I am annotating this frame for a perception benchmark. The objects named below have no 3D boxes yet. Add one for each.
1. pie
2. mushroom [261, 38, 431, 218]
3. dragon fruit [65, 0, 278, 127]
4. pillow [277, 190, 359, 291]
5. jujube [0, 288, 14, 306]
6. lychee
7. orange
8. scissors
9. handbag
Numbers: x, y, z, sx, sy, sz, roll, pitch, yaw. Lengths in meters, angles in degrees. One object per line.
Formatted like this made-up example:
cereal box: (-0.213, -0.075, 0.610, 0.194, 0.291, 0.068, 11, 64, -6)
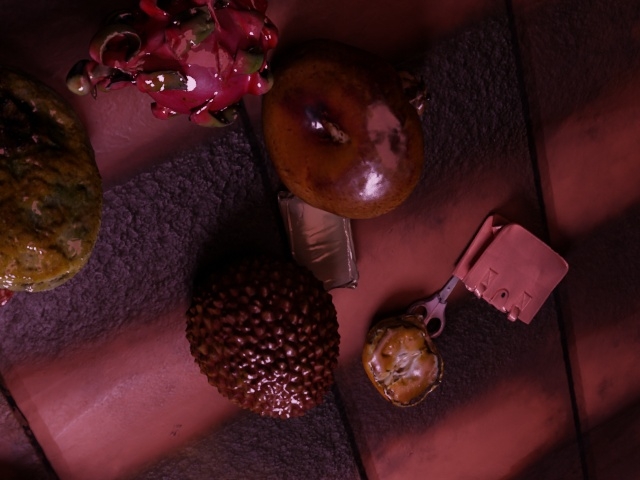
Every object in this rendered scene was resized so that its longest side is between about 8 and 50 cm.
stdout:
pie: (-0.418, -0.088, 1.199, 0.323, 0.071, 0.323, 10, 76, -43)
mushroom: (0.043, -0.160, 1.412, 0.255, 0.267, 0.267, 17, 104, -59)
dragon fruit: (-0.192, -0.263, 1.252, 0.273, 0.218, 0.198, 13, 63, -29)
pillow: (0.000, 0.000, 1.536, 0.119, 0.053, 0.208, -16, 117, -15)
jujube: (-0.529, 0.039, 1.228, 0.237, 0.168, 0.168, 10, 106, -38)
lychee: (-0.080, 0.162, 1.443, 0.272, 0.271, 0.271, -11, 116, -23)
orange: (0.141, 0.213, 1.669, 0.160, 0.112, 0.169, 19, 79, -21)
scissors: (0.233, 0.099, 1.722, 0.100, 0.015, 0.189, 36, 91, -36)
handbag: (0.361, 0.058, 1.739, 0.213, 0.059, 0.157, 32, 94, -36)
